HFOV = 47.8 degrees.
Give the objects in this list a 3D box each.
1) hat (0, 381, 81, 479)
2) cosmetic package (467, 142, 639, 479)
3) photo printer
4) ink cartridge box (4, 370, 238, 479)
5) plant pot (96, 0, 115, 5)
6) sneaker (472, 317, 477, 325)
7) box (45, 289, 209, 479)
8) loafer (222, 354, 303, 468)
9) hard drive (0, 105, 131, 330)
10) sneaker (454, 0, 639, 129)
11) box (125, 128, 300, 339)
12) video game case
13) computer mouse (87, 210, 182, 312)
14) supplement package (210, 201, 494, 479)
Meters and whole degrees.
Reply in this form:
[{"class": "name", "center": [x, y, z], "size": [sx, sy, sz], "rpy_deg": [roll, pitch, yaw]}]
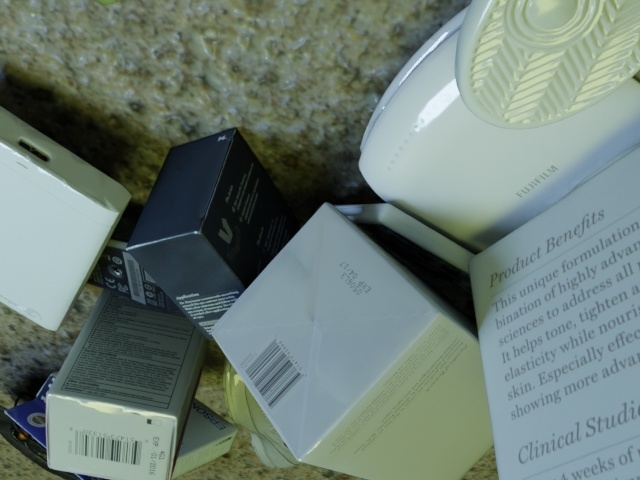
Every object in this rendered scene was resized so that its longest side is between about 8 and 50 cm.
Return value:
[{"class": "hat", "center": [-0.384, 0.298, 1.162], "size": [0.332, 0.133, 0.331], "rpy_deg": [20, 145, 15]}, {"class": "cosmetic package", "center": [0.354, 0.146, 0.525], "size": [0.328, 0.393, 0.329], "rpy_deg": [23, 138, -27]}, {"class": "photo printer", "center": [0.208, -0.084, 0.670], "size": [0.308, 0.107, 0.256], "rpy_deg": [29, 134, -20]}, {"class": "ink cartridge box", "center": [-0.262, 0.242, 0.976], "size": [0.223, 0.224, 0.045], "rpy_deg": [28, 107, 24]}, {"class": "plant pot", "center": [-0.197, -0.243, 0.606], "size": [0.083, 0.083, 0.079], "rpy_deg": [-20, 142, 28]}, {"class": "sneaker", "center": [0.203, 0.180, 0.905], "size": [0.283, 0.107, 0.124], "rpy_deg": [-41, 130, 15]}, {"class": "box", "center": [-0.231, 0.171, 0.911], "size": [0.149, 0.232, 0.126], "rpy_deg": [11, 121, -2]}, {"class": "loafer", "center": [-0.064, 0.244, 1.073], "size": [0.112, 0.112, 0.319], "rpy_deg": [-6, 143, 9]}, {"class": "hard drive", "center": [-0.349, -0.019, 0.820], "size": [0.203, 0.040, 0.307], "rpy_deg": [34, 139, -9]}, {"class": "sneaker", "center": [0.189, -0.241, 0.469], "size": [0.131, 0.148, 0.350], "rpy_deg": [16, 126, -13]}, {"class": "box", "center": [-0.106, -0.005, 0.775], "size": [0.093, 0.155, 0.158], "rpy_deg": [-13, 132, 23]}, {"class": "video game case", "center": [0.109, 0.015, 0.779], "size": [0.201, 0.023, 0.183], "rpy_deg": [29, 172, -19]}, {"class": "computer mouse", "center": [-0.255, 0.000, 0.878], "size": [0.272, 0.072, 0.188], "rpy_deg": [21, 139, 6]}, {"class": "supplement package", "center": [0.070, 0.126, 0.740], "size": [0.175, 0.177, 0.293], "rpy_deg": [-48, 139, 5]}]
